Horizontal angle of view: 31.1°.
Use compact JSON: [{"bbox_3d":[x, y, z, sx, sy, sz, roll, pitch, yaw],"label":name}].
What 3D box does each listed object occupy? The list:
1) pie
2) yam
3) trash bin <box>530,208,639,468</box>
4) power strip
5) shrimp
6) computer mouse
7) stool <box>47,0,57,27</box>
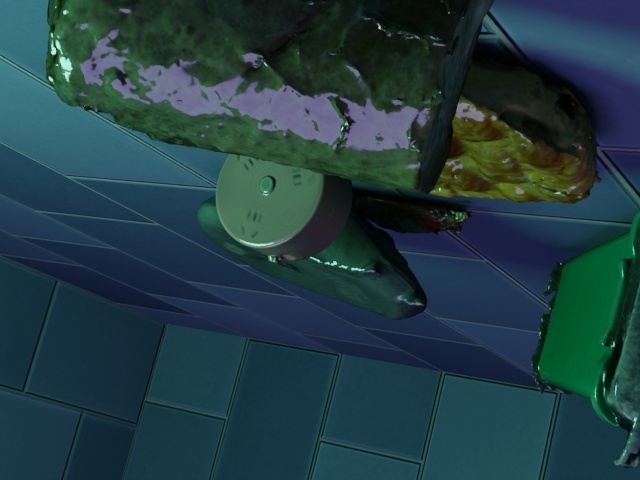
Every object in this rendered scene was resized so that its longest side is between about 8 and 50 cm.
[{"bbox_3d":[0.099,-0.111,1.109,0.339,0.083,0.339,15,170,3],"label":"pie"},{"bbox_3d":[-0.033,-0.150,0.821,0.300,0.195,0.195,12,168,2],"label":"yam"},{"bbox_3d":[0.415,0.131,1.374,0.259,0.295,0.381,16,174,-5],"label":"trash bin"},{"bbox_3d":[-0.044,-0.052,1.350,0.154,0.154,0.078,7,168,31],"label":"power strip"},{"bbox_3d":[0.121,-0.032,1.516,0.184,0.043,0.091,6,162,37],"label":"shrimp"},{"bbox_3d":[0.000,0.000,1.559,0.371,0.122,0.188,22,166,32],"label":"computer mouse"},{"bbox_3d":[-0.181,-0.206,0.971,0.096,0.096,0.110,17,162,-11],"label":"stool"}]
